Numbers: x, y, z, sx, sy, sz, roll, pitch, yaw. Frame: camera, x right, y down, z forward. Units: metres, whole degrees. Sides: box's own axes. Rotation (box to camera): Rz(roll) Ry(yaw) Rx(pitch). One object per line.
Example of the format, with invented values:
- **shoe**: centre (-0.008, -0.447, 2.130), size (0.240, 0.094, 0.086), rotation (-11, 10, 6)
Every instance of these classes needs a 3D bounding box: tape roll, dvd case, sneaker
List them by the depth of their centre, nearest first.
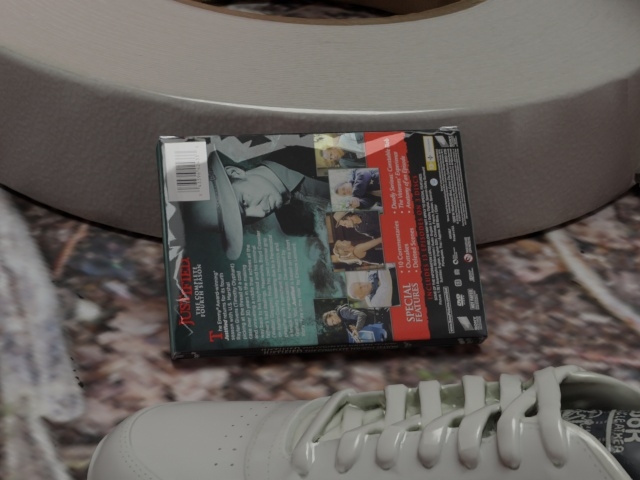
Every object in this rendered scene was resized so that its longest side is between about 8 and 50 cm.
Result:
- **sneaker**: centre (0.044, 0.074, 0.452), size (0.235, 0.095, 0.090), rotation (11, 32, 15)
- **dvd case**: centre (0.000, 0.000, 0.603), size (0.119, 0.013, 0.087), rotation (-3, 71, -12)
- **tape roll**: centre (-0.008, -0.116, 0.800), size (0.392, 0.072, 0.392), rotation (3, 29, -2)
